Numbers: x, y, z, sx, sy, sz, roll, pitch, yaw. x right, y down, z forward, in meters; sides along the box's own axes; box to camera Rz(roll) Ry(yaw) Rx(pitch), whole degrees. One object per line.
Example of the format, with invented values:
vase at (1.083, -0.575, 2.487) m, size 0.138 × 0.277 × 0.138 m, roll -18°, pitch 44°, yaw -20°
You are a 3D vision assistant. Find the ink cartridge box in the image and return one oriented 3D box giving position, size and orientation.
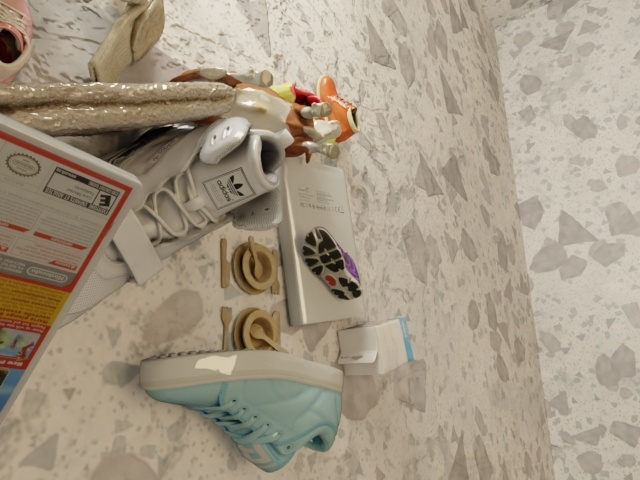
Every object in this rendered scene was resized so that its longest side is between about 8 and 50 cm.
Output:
ink cartridge box at (0.105, 0.210, 0.926) m, size 0.143 × 0.092 × 0.090 m, roll 0°, pitch 78°, yaw -54°

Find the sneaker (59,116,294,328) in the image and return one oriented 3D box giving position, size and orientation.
sneaker at (-0.176, -0.037, 0.522) m, size 0.366 × 0.210 × 0.137 m, roll -59°, pitch 137°, yaw -46°

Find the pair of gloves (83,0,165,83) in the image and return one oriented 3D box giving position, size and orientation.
pair of gloves at (-0.226, -0.310, 0.570) m, size 0.042 × 0.240 × 0.204 m, roll 19°, pitch 57°, yaw -9°

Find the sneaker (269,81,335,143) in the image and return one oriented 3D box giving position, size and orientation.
sneaker at (-0.024, -0.237, 0.906) m, size 0.208 × 0.094 × 0.082 m, roll 18°, pitch 63°, yaw -51°

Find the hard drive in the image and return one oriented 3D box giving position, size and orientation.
hard drive at (0.000, 0.000, 0.901) m, size 0.203 × 0.040 × 0.308 m, roll 4°, pitch 75°, yaw -52°

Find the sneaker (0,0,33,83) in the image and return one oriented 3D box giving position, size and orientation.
sneaker at (-0.337, -0.227, 0.508) m, size 0.051 × 0.070 × 0.134 m, roll 24°, pitch 59°, yaw -45°

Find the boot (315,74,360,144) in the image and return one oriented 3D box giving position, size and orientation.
boot at (0.041, -0.294, 1.021) m, size 0.059 × 0.084 × 0.158 m, roll -10°, pitch 85°, yaw -52°

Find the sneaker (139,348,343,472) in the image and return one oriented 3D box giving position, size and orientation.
sneaker at (-0.079, 0.236, 0.638) m, size 0.366 × 0.135 × 0.150 m, roll 25°, pitch 56°, yaw -46°

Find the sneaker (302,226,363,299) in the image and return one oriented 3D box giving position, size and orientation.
sneaker at (0.022, 0.036, 0.847) m, size 0.071 × 0.068 × 0.170 m, roll -85°, pitch 151°, yaw -49°

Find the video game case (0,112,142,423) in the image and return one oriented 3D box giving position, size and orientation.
video game case at (-0.298, 0.033, 0.356) m, size 0.204 × 0.025 × 0.285 m, roll 27°, pitch 99°, yaw -46°

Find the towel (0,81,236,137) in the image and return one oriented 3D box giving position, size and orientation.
towel at (-0.243, -0.133, 0.496) m, size 0.282 × 0.187 × 0.049 m, roll -28°, pitch 116°, yaw -53°

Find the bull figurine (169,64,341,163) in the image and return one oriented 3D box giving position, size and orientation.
bull figurine at (-0.076, -0.190, 0.736) m, size 0.310 × 0.188 × 0.101 m, roll 9°, pitch 94°, yaw -34°

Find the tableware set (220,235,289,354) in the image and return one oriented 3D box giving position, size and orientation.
tableware set at (-0.096, 0.094, 0.743) m, size 0.128 × 0.039 × 0.194 m, roll 14°, pitch 67°, yaw -50°
